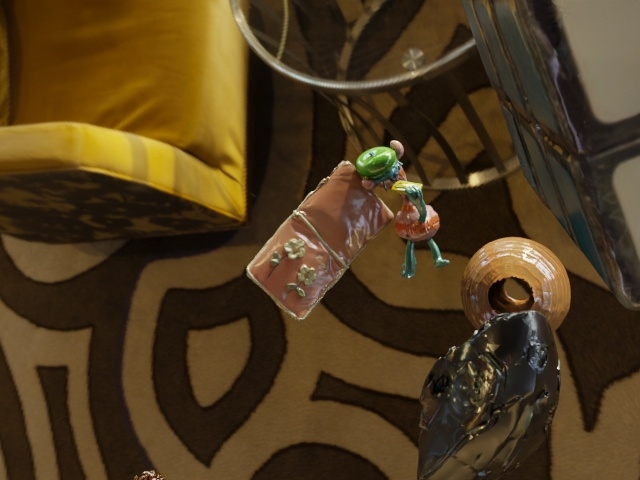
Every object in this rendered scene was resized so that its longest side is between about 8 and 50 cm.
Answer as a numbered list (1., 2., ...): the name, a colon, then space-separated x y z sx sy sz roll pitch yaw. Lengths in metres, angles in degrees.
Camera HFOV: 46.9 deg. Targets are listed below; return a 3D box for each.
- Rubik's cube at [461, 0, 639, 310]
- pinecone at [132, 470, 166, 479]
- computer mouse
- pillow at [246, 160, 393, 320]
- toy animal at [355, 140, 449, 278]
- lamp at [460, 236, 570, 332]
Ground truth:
1. Rubik's cube: 0.254 -0.183 0.474 0.303 0.305 0.301 -22 104 10
2. pinecone: -0.240 0.372 1.059 0.083 0.077 0.077 33 91 15
3. computer mouse: 0.168 0.174 0.723 0.077 0.146 0.242 -118 39 -57
4. pillow: 0.000 0.000 1.115 0.232 0.126 0.043 -48 20 -8
5. toy animal: 0.130 -0.044 1.110 0.100 0.103 0.208 -26 108 -15
6. lamp: 0.242 0.064 0.920 0.136 0.136 0.136 -7 73 23
